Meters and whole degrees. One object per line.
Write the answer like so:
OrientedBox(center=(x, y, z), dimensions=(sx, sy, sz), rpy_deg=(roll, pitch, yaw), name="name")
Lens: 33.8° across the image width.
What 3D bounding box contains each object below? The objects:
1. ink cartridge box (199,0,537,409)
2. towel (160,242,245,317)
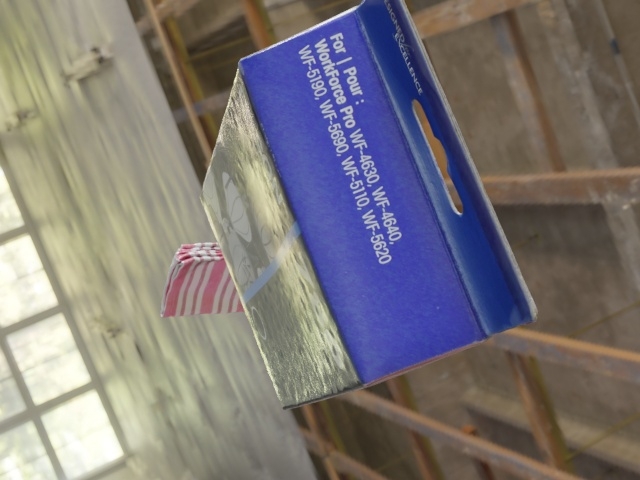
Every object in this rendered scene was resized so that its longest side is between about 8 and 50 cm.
OrientedBox(center=(0.000, 0.000, 0.570), dimensions=(0.332, 0.065, 0.165), rpy_deg=(131, -61, -73), name="ink cartridge box")
OrientedBox(center=(-0.108, 0.056, 1.409), dimensions=(0.144, 0.197, 0.029), rpy_deg=(113, -31, -48), name="towel")
